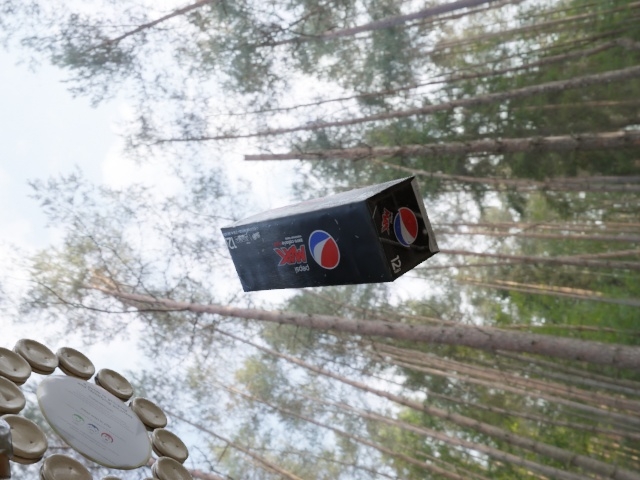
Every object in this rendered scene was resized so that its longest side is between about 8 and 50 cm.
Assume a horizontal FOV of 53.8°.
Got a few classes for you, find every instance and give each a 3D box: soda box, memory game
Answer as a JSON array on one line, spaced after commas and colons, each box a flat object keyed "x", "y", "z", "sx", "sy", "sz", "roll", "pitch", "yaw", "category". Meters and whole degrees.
[{"x": 0.000, "y": 0.000, "z": 0.462, "sx": 0.053, "sy": 0.169, "sz": 0.060, "roll": -27, "pitch": -78, "yaw": -40, "category": "soda box"}, {"x": -0.170, "y": 0.137, "z": 0.468, "sx": 0.012, "sy": 0.186, "sz": 0.186, "roll": -51, "pitch": -50, "yaw": 4, "category": "memory game"}]

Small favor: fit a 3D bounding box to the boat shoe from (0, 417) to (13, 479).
[{"x": -0.238, "y": 0.109, "z": 0.146, "sx": 0.324, "sy": 0.122, "sz": 0.120, "roll": 5, "pitch": -91, "yaw": -61, "category": "boat shoe"}]
